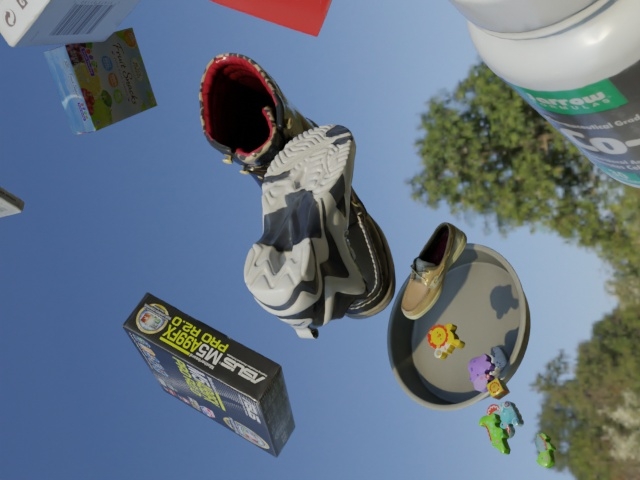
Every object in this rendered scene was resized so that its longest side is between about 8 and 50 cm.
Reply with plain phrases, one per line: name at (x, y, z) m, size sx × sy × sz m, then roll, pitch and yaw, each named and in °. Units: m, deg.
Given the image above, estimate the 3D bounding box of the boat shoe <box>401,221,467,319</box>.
boat shoe at (0.139, 0.036, 1.027) m, size 0.045 × 0.050 × 0.135 m, roll 38°, pitch -102°, yaw -44°

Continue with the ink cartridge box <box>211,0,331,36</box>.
ink cartridge box at (-0.073, -0.284, 0.830) m, size 0.134 × 0.231 × 0.078 m, roll 9°, pitch -68°, yaw -33°

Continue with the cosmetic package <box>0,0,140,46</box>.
cosmetic package at (-0.503, -0.543, 1.271) m, size 0.453 × 0.161 × 0.230 m, roll 54°, pitch -151°, yaw 1°

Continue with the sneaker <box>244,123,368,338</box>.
sneaker at (0.000, 0.000, 0.860) m, size 0.153 × 0.094 × 0.235 m, roll 64°, pitch -152°, yaw -49°

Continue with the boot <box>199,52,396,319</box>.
boot at (-0.034, -0.080, 1.148) m, size 0.284 × 0.138 × 0.378 m, roll 40°, pitch -153°, yaw -59°

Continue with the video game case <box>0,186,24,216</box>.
video game case at (-0.547, -0.071, 1.110) m, size 0.173 × 0.190 × 0.022 m, roll 42°, pitch -135°, yaw -51°

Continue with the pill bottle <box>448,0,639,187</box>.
pill bottle at (0.256, -0.196, 0.697) m, size 0.361 × 0.204 × 0.204 m, roll 25°, pitch -120°, yaw -44°

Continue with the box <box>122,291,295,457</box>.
box at (-0.148, 0.198, 1.119) m, size 0.060 × 0.216 × 0.270 m, roll -56°, pitch -17°, yaw -24°

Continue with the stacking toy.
stacking toy at (0.256, 0.234, 1.177) m, size 0.167 × 0.052 × 0.221 m, roll 27°, pitch -149°, yaw -44°

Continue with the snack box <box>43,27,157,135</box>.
snack box at (-0.444, -0.329, 1.620) m, size 0.207 × 0.070 × 0.175 m, roll -44°, pitch -57°, yaw -55°

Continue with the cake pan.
cake pan at (0.240, 0.151, 1.366) m, size 0.054 × 0.293 × 0.293 m, roll 22°, pitch -119°, yaw -39°
